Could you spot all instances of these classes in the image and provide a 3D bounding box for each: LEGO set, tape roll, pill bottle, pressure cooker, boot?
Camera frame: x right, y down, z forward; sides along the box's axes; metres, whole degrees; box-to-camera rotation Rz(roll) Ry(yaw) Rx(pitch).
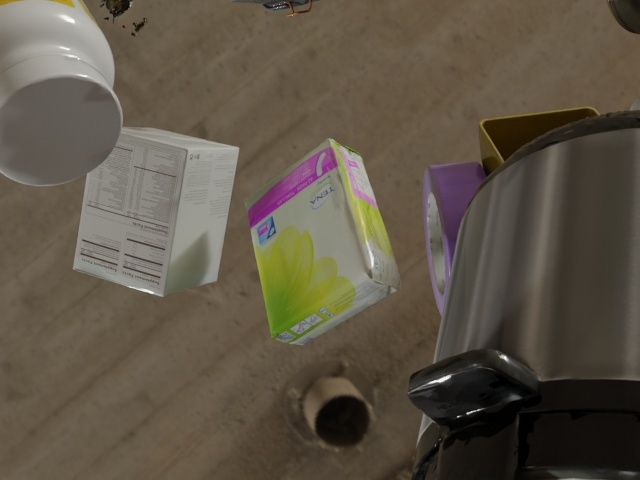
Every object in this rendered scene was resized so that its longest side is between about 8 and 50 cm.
[{"bbox_3d":[-0.265,-0.308,1.210,0.054,0.083,0.023,-29,-5,12],"label":"LEGO set"},{"bbox_3d":[0.246,0.000,1.599,0.090,0.274,0.275,-6,18,-1],"label":"tape roll"},{"bbox_3d":[-0.345,-0.218,1.006,0.188,0.188,0.334,-38,54,4],"label":"pill bottle"},{"bbox_3d":[0.269,0.154,0.738,0.370,0.375,0.420,8,52,13],"label":"pressure cooker"},{"bbox_3d":[0.545,-0.340,1.398,0.082,0.219,0.106,-63,31,10],"label":"boot"}]

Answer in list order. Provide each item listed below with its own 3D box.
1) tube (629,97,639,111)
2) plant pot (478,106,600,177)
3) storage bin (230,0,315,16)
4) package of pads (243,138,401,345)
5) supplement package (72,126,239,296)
[{"bbox_3d":[0.696,-0.225,1.740,0.052,0.207,0.080,163,116,-70],"label":"tube"},{"bbox_3d":[0.393,-0.083,1.537,0.212,0.187,0.212,-8,40,-7],"label":"plant pot"},{"bbox_3d":[-0.053,-0.330,1.128,0.135,0.098,0.091,-2,13,41],"label":"storage bin"},{"bbox_3d":[0.000,0.000,1.519,0.229,0.101,0.296,-33,54,28],"label":"package of pads"},{"bbox_3d":[-0.296,-0.060,1.641,0.198,0.262,0.199,15,11,20],"label":"supplement package"}]
